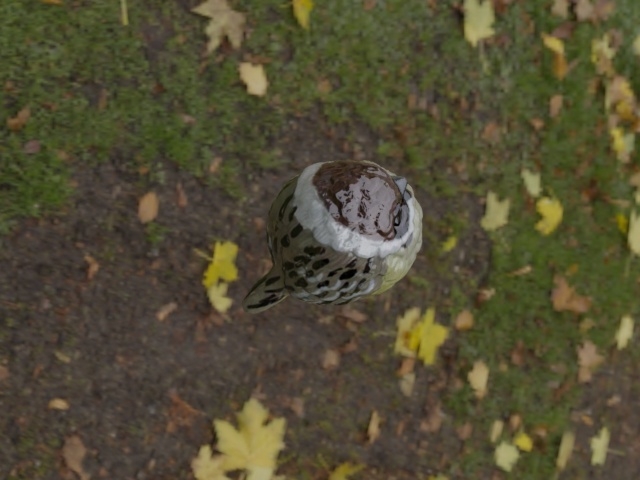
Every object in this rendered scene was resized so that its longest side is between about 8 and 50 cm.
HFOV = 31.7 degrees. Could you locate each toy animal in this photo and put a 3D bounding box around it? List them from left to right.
[{"bbox_3d":[0.000,0.000,0.723,0.137,0.098,0.098,-30,123,1],"label":"toy animal"}]
